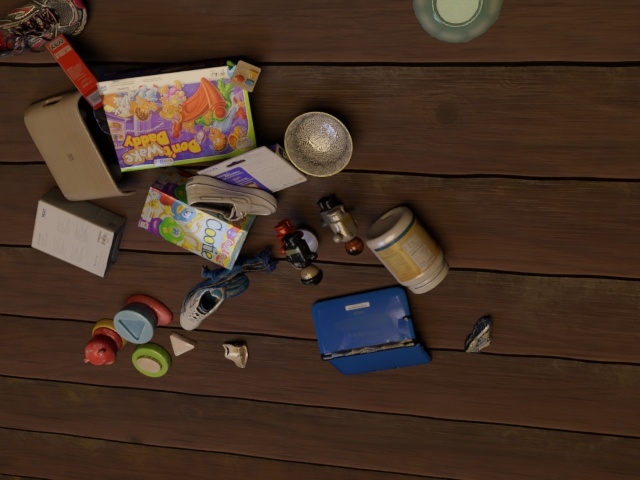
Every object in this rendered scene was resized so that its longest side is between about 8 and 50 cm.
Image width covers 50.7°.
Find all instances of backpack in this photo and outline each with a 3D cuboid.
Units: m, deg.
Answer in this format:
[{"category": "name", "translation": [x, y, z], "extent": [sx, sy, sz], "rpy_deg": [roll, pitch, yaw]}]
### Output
[{"category": "backpack", "translation": [-0.514, -0.327, 1.739], "extent": [0.114, 0.084, 0.105], "rpy_deg": [-8, 120, 10]}]

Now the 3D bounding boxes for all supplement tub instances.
[{"category": "supplement tub", "translation": [0.227, 0.027, 1.755], "extent": [0.144, 0.144, 0.200], "rpy_deg": [-32, 111, 28]}]

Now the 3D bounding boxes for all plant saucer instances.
[{"category": "plant saucer", "translation": [0.296, -0.520, 1.460], "extent": [0.195, 0.037, 0.195], "rpy_deg": [6, 122, 9]}]

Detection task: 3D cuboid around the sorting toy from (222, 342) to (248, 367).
[{"category": "sorting toy", "translation": [-0.273, 0.353, 2.141], "extent": [0.075, 0.045, 0.083], "rpy_deg": [6, 123, 18]}]

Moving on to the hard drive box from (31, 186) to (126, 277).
[{"category": "hard drive box", "translation": [-0.707, -0.023, 1.973], "extent": [0.232, 0.089, 0.181], "rpy_deg": [24, 124, -3]}]

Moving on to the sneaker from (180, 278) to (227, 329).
[{"category": "sneaker", "translation": [-0.362, 0.201, 2.038], "extent": [0.085, 0.086, 0.237], "rpy_deg": [35, 124, -12]}]

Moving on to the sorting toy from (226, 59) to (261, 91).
[{"category": "sorting toy", "translation": [-0.186, -0.387, 1.574], "extent": [0.083, 0.012, 0.062], "rpy_deg": [17, 112, -26]}]

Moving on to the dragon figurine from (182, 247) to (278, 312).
[{"category": "dragon figurine", "translation": [-0.255, 0.102, 1.882], "extent": [0.144, 0.289, 0.085], "rpy_deg": [16, 132, 51]}]

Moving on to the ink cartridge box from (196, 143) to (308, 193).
[{"category": "ink cartridge box", "translation": [-0.170, -0.178, 1.711], "extent": [0.206, 0.045, 0.208], "rpy_deg": [-17, 154, 24]}]

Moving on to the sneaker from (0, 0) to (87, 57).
[{"category": "sneaker", "translation": [-0.698, -0.516, 1.648], "extent": [0.299, 0.112, 0.121], "rpy_deg": [-19, 115, 22]}]

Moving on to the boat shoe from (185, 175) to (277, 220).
[{"category": "boat shoe", "translation": [-0.227, -0.091, 1.736], "extent": [0.258, 0.084, 0.095], "rpy_deg": [11, 153, -30]}]

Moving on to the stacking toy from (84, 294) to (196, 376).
[{"category": "stacking toy", "translation": [-0.582, 0.341, 2.150], "extent": [0.279, 0.130, 0.309], "rpy_deg": [43, 121, -14]}]

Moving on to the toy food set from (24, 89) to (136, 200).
[{"category": "toy food set", "translation": [-0.644, -0.246, 1.825], "extent": [0.219, 0.092, 0.306], "rpy_deg": [-3, 121, 33]}]

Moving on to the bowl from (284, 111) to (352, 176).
[{"category": "bowl", "translation": [0.001, -0.252, 1.670], "extent": [0.170, 0.080, 0.170], "rpy_deg": [6, 123, 9]}]

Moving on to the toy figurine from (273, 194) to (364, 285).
[{"category": "toy figurine", "translation": [0.000, 0.000, 1.739], "extent": [0.209, 0.213, 0.148], "rpy_deg": [-30, 108, -5]}]

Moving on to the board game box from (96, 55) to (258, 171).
[{"category": "board game box", "translation": [-0.341, -0.310, 1.661], "extent": [0.347, 0.078, 0.233], "rpy_deg": [-8, 121, -1]}]

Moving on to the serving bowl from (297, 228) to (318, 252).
[{"category": "serving bowl", "translation": [-0.046, 0.000, 1.871], "extent": [0.083, 0.027, 0.083], "rpy_deg": [6, 123, 10]}]

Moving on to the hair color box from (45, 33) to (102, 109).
[{"category": "hair color box", "translation": [-0.592, -0.413, 1.657], "extent": [0.053, 0.093, 0.167], "rpy_deg": [-38, 79, -6]}]

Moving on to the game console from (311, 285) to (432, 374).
[{"category": "game console", "translation": [0.153, 0.275, 2.000], "extent": [0.293, 0.173, 0.250], "rpy_deg": [-13, 87, 20]}]

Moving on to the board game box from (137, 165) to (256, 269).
[{"category": "board game box", "translation": [-0.324, -0.064, 1.826], "extent": [0.275, 0.144, 0.142], "rpy_deg": [25, 123, -4]}]

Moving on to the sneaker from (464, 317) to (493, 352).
[{"category": "sneaker", "translation": [0.461, 0.271, 1.918], "extent": [0.058, 0.052, 0.135], "rpy_deg": [16, 132, -9]}]
